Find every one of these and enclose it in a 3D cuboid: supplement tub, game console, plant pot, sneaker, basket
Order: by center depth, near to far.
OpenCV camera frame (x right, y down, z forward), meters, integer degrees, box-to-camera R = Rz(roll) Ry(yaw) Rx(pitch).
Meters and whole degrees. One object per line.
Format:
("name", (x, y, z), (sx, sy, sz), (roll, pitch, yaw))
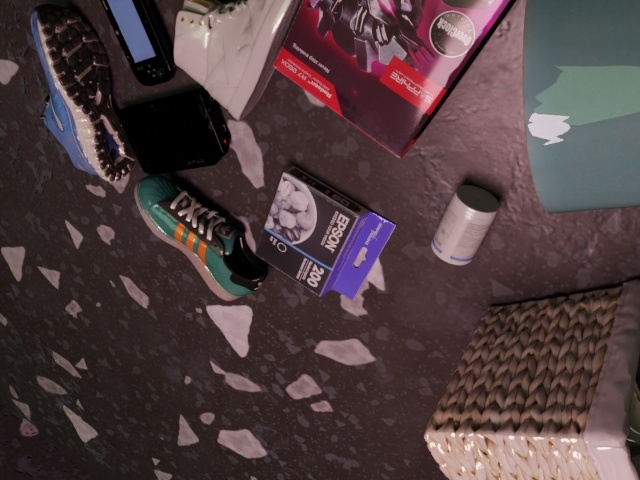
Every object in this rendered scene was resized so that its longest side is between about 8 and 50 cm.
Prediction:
("plant pot", (0.348, -0.170, 0.578), (0.235, 0.293, 0.292), (2, 121, 32))
("basket", (0.366, 0.286, 0.858), (0.267, 0.331, 0.328), (-14, 112, 39))
("sneaker", (-0.126, -0.328, 0.883), (0.169, 0.108, 0.292), (38, 133, -1))
("supplement tub", (0.216, -0.022, 0.910), (0.071, 0.071, 0.107), (28, 130, 12))
("game console", (-0.299, -0.290, 1.052), (0.213, 0.044, 0.361), (-4, 117, 32))
("sneaker", (-0.467, -0.261, 1.114), (0.147, 0.129, 0.329), (7, 123, 24))
("sneaker", (-0.216, -0.018, 1.149), (0.121, 0.108, 0.302), (-26, 113, 39))

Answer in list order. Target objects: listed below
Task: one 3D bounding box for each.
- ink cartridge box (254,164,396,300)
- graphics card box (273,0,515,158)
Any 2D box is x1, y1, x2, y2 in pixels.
("ink cartridge box", (0.000, 0.000, 1.070), (0.208, 0.045, 0.206), (30, 130, 8))
("graphics card box", (0.113, -0.311, 0.763), (0.233, 0.094, 0.370), (38, 131, 4))
